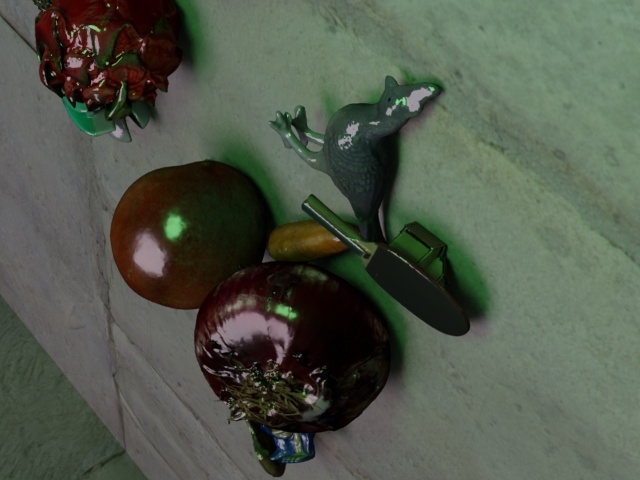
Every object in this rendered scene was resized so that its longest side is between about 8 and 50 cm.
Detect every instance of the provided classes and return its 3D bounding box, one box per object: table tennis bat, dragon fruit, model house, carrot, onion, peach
[{"bbox_3d":[0.085,0.033,1.437,0.274,0.021,0.154,39,163,5],"label":"table tennis bat"},{"bbox_3d":[-0.329,-0.331,1.668,0.234,0.234,0.293,-44,62,63],"label":"dragon fruit"},{"bbox_3d":[0.136,0.022,1.433,0.083,0.058,0.057,38,167,33],"label":"model house"},{"bbox_3d":[0.000,0.000,1.622,0.205,0.072,0.072,-8,112,58],"label":"carrot"},{"bbox_3d":[-0.039,0.151,1.673,0.314,0.232,0.314,10,136,10],"label":"onion"},{"bbox_3d":[-0.203,-0.014,1.754,0.252,0.252,0.252,40,149,31],"label":"peach"}]

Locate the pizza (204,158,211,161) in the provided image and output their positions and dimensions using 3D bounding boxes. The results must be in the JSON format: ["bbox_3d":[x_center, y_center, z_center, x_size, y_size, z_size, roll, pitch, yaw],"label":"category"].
[{"bbox_3d":[-0.192,-0.103,1.881,0.078,0.025,0.083,6,122,53],"label":"pizza"}]

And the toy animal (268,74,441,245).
[{"bbox_3d":[0.032,-0.106,1.421,0.206,0.081,0.367,31,145,16],"label":"toy animal"}]

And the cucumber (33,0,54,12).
[{"bbox_3d":[-0.534,-0.515,1.955,0.359,0.096,0.096,47,152,25],"label":"cucumber"}]

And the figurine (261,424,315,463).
[{"bbox_3d":[-0.061,0.276,1.989,0.164,0.121,0.262,13,114,54],"label":"figurine"}]

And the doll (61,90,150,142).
[{"bbox_3d":[-0.384,-0.296,1.898,0.195,0.153,0.258,83,166,-73],"label":"doll"}]

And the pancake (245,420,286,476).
[{"bbox_3d":[-0.117,0.343,2.117,0.212,0.029,0.235,-68,-43,-78],"label":"pancake"}]
